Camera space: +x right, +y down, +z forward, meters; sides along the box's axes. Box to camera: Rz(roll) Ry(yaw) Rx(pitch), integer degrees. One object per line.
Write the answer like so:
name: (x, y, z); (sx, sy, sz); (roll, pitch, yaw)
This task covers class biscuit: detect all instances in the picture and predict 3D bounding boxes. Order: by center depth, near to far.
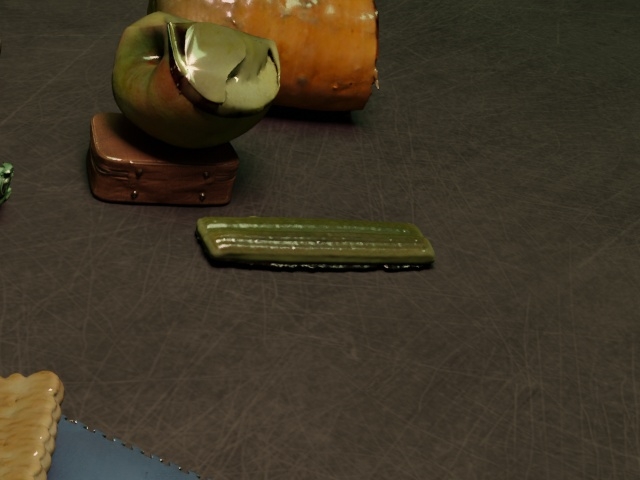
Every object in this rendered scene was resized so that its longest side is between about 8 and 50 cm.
biscuit: (-0.396, 0.201, 1.238); (0.325, 0.044, 0.217); (-6, 34, 2)
biscuit: (0.000, 0.000, 1.818); (0.322, 0.038, 0.099); (1, 30, -21)

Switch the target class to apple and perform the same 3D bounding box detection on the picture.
apple: (-0.162, -0.209, 1.827); (0.188, 0.174, 0.207); (12, 21, -48)

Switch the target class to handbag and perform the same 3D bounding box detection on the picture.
handbag: (-0.215, -0.112, 1.877); (0.193, 0.072, 0.151); (1, 33, -19)

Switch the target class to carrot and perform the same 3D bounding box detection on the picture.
carrot: (-0.089, -0.313, 2.111); (0.341, 0.224, 0.224); (6, 32, -13)

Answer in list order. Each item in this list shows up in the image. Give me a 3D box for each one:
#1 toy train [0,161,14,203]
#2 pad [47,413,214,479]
toy train: (-0.429, -0.057, 1.696); (0.099, 0.081, 0.149); (17, 36, 4)
pad: (-0.188, 0.273, 1.264); (0.269, 0.012, 0.269); (26, 30, -7)
